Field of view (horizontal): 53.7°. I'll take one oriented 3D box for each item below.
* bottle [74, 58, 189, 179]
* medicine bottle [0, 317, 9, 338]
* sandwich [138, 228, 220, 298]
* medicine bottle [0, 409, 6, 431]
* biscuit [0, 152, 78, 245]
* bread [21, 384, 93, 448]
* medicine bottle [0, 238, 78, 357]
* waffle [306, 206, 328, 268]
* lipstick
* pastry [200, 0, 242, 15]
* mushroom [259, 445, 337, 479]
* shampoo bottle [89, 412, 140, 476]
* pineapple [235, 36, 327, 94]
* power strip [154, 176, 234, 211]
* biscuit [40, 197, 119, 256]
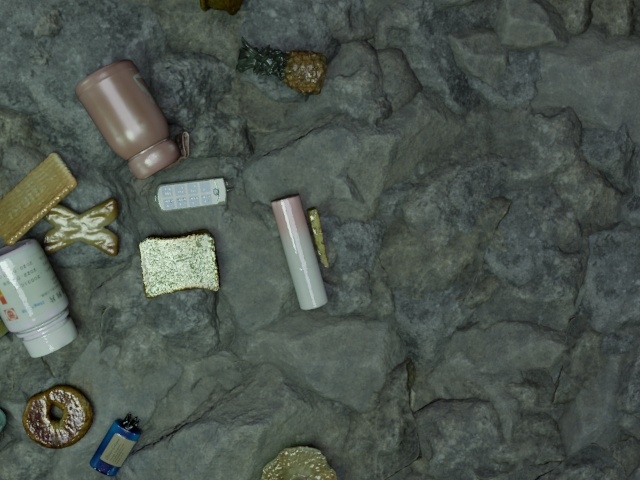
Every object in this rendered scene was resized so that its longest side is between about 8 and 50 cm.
[{"bbox_3d":[-0.484,-0.317,1.678,0.206,0.173,0.297,-38,103,-37],"label":"bottle"},{"bbox_3d":[-0.979,0.157,1.662,0.151,0.151,0.322,-36,101,-3],"label":"medicine bottle"},{"bbox_3d":[-0.397,0.067,1.789,0.214,0.065,0.186,-9,98,-7],"label":"sandwich"},{"bbox_3d":[-1.000,0.593,1.714,0.158,0.158,0.318,34,91,-12],"label":"medicine bottle"},{"bbox_3d":[-0.763,-0.111,1.681,0.249,0.030,0.160,-44,58,-2],"label":"biscuit"},{"bbox_3d":[-0.742,0.501,1.794,0.193,0.064,0.193,0,91,-7],"label":"bread"},{"bbox_3d":[-0.772,0.155,1.682,0.170,0.170,0.293,-21,106,-6],"label":"medicine bottle"},{"bbox_3d":[0.000,0.000,1.816,0.032,0.125,0.191,-16,97,-5],"label":"waffle"},{"bbox_3d":[-0.060,0.033,1.826,0.087,0.087,0.327,-16,99,-7],"label":"lipstick"},{"bbox_3d":[-0.253,-0.687,1.652,0.103,0.189,0.189,10,96,-1],"label":"pastry"},{"bbox_3d":[-0.086,0.755,1.829,0.233,0.302,0.208,37,124,1],"label":"mushroom"},{"bbox_3d":[-0.586,0.588,1.834,0.087,0.050,0.183,31,92,-9],"label":"shampoo bottle"},{"bbox_3d":[-0.108,-0.479,1.738,0.247,0.128,0.128,13,95,-6],"label":"pineapple"},{"bbox_3d":[-0.354,-0.131,1.786,0.226,0.029,0.080,-8,99,-8],"label":"power strip"},{"bbox_3d":[-0.662,-0.038,1.741,0.207,0.047,0.164,1,101,-10],"label":"biscuit"}]
